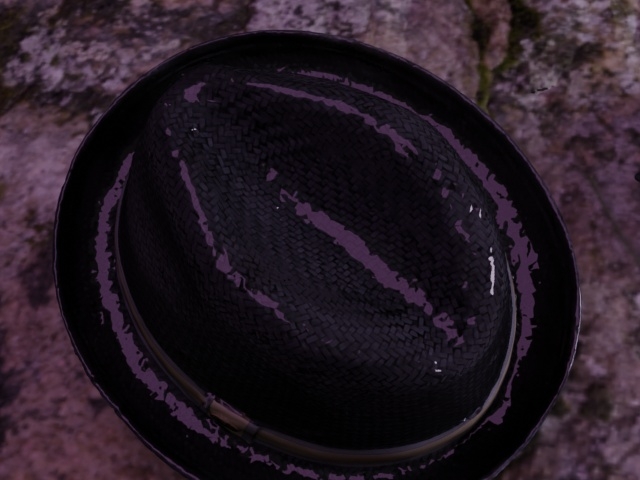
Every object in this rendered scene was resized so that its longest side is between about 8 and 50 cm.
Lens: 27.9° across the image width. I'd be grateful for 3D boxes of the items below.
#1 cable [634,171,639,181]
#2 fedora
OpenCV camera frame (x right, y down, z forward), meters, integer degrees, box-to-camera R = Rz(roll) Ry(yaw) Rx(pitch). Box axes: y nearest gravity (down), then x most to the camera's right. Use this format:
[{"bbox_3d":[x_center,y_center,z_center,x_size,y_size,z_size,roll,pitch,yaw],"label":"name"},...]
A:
[{"bbox_3d":[0.311,-0.048,0.842,0.184,0.047,0.150,27,60,29],"label":"cable"},{"bbox_3d":[0.000,0.000,0.742,0.334,0.152,0.334,1,74,-3],"label":"fedora"}]
